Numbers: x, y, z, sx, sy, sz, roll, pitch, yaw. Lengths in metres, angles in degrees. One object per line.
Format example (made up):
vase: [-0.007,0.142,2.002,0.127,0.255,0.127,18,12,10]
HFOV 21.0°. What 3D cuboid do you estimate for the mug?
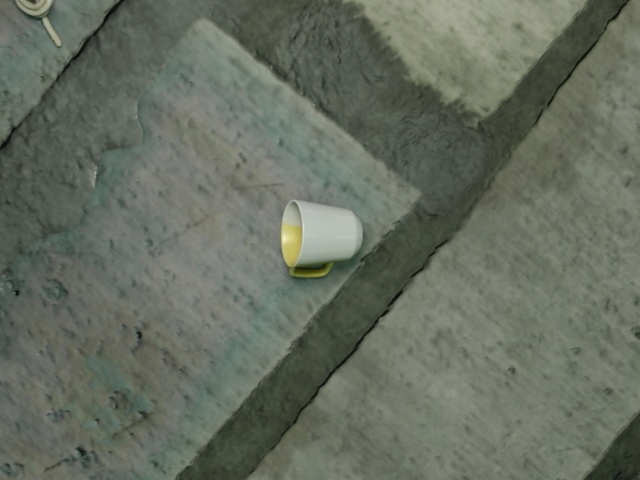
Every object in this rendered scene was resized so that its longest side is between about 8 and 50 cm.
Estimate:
mug: [0.000,-0.004,1.583,0.064,0.078,0.062,1,76,-20]

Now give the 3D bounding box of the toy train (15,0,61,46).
toy train: [-0.247,-0.258,1.393,0.105,0.143,0.248,-20,111,-3]
